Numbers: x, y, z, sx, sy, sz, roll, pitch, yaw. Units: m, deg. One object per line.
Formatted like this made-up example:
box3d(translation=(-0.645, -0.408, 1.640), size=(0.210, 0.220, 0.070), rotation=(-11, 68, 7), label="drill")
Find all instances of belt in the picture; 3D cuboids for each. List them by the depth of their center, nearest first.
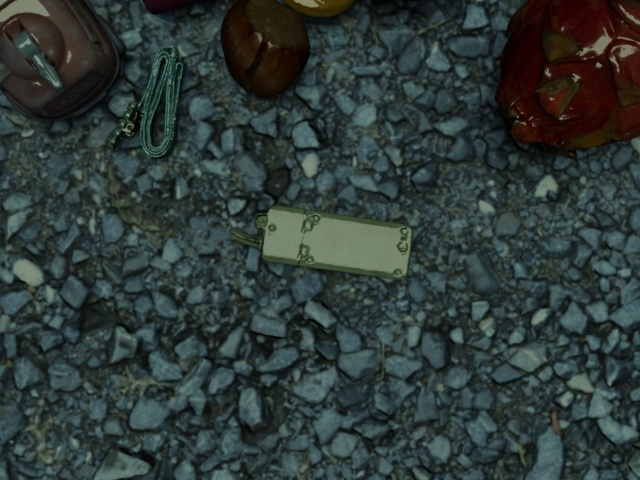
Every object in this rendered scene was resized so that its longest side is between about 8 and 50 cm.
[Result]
box3d(translation=(-0.268, -0.221, 1.168), size=(0.100, 0.065, 0.179), rotation=(11, 87, -9), label="belt")

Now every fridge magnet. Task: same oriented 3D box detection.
box3d(translation=(-0.008, -0.410, 1.158), size=(0.143, 0.063, 0.142), rotation=(3, 72, -9), label="fridge magnet")

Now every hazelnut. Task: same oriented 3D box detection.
box3d(translation=(-0.090, -0.301, 1.141), size=(0.143, 0.143, 0.154), rotation=(-36, 82, -1), label="hazelnut")

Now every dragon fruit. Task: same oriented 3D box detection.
box3d(translation=(0.416, -0.275, 1.070), size=(0.343, 0.277, 0.277), rotation=(-30, 90, 30), label="dragon fruit")

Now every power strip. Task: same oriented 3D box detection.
box3d(translation=(0.000, 0.000, 1.170), size=(0.288, 0.053, 0.093), rotation=(9, 91, 0), label="power strip")

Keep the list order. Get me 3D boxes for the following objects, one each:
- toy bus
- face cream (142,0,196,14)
box3d(translation=(-0.433, -0.315, 1.067), size=(0.197, 0.232, 0.294), rotation=(-35, 103, -1), label="toy bus")
box3d(translation=(-0.198, -0.455, 1.112), size=(0.195, 0.175, 0.175), rotation=(-20, 90, 1), label="face cream")
